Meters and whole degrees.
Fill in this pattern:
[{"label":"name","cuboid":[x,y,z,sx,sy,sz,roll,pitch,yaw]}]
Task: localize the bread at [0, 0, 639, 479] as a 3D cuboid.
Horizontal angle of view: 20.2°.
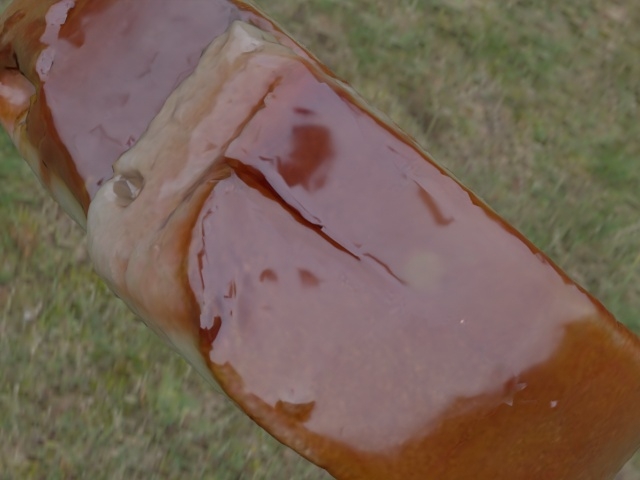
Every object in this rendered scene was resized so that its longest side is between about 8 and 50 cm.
[{"label":"bread","cuboid":[0.001,0.000,0.746,0.114,0.295,0.327,-49,42,3]}]
